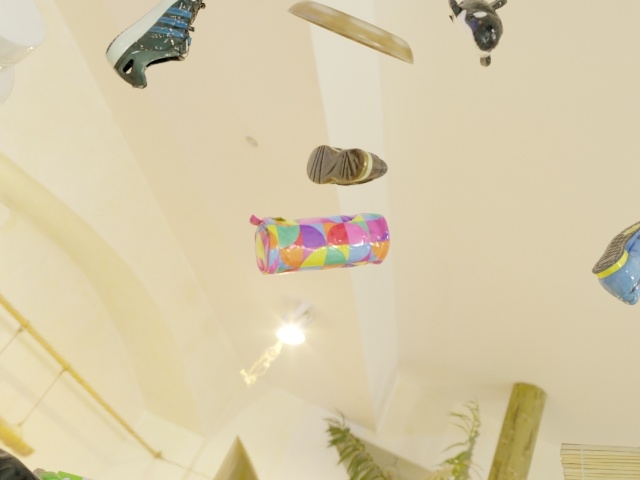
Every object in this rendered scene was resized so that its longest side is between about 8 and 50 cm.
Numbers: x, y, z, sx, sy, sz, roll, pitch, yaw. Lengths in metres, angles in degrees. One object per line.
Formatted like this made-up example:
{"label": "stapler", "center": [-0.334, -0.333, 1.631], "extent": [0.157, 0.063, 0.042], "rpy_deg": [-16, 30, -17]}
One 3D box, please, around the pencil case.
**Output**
{"label": "pencil case", "center": [0.000, 0.000, 0.991], "extent": [0.236, 0.105, 0.104], "rpy_deg": [-2, -26, -20]}

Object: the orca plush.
{"label": "orca plush", "center": [0.332, -0.434, 1.146], "extent": [0.102, 0.287, 0.151], "rpy_deg": [-30, -85, 18]}

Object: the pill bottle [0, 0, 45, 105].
{"label": "pill bottle", "center": [-0.604, -0.236, 0.820], "extent": [0.407, 0.229, 0.229], "rpy_deg": [-31, -60, 16]}

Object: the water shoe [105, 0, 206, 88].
{"label": "water shoe", "center": [-0.218, -0.305, 0.848], "extent": [0.080, 0.203, 0.073], "rpy_deg": [49, -5, -15]}

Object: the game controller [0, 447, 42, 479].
{"label": "game controller", "center": [-0.291, 0.276, 0.355], "extent": [0.166, 0.319, 0.067], "rpy_deg": [44, -53, -2]}

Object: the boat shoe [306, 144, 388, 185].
{"label": "boat shoe", "center": [0.031, -0.094, 0.758], "extent": [0.049, 0.056, 0.152], "rpy_deg": [12, 5, -30]}

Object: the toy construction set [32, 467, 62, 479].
{"label": "toy construction set", "center": [-0.379, 0.280, 0.560], "extent": [0.237, 0.258, 0.309], "rpy_deg": [4, -30, 50]}

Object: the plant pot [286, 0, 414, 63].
{"label": "plant pot", "center": [0.057, -0.361, 0.988], "extent": [0.236, 0.236, 0.033], "rpy_deg": [25, -73, 8]}

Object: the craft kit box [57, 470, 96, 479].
{"label": "craft kit box", "center": [-0.381, 0.560, 1.115], "extent": [0.246, 0.061, 0.250], "rpy_deg": [8, -51, 7]}

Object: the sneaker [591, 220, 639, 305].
{"label": "sneaker", "center": [0.513, 0.031, 0.935], "extent": [0.082, 0.209, 0.069], "rpy_deg": [50, -38, 4]}

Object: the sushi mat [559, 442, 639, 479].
{"label": "sushi mat", "center": [0.458, 0.307, 0.686], "extent": [0.316, 0.019, 0.152], "rpy_deg": [-6, -68, 24]}
